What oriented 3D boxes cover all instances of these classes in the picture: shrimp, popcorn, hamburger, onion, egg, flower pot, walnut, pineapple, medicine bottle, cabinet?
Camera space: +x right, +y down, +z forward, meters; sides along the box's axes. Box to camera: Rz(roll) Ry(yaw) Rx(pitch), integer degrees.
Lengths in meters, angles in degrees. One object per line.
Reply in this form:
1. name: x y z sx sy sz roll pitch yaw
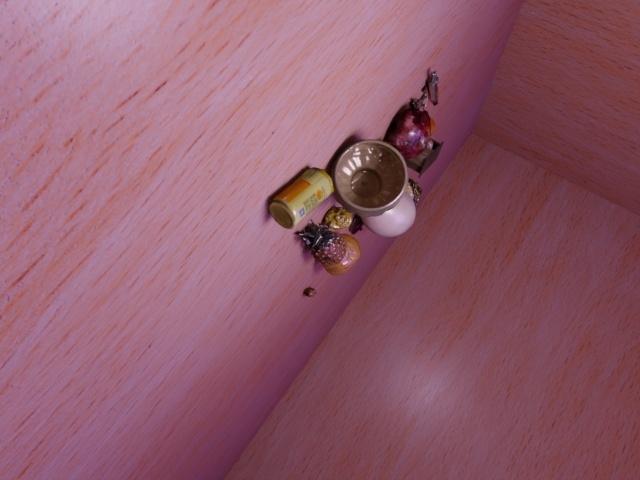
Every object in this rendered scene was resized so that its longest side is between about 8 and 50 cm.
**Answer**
1. shrimp: 0.495 -0.692 2.031 0.251 0.052 0.143 -28 136 -69
2. popcorn: 0.080 -0.101 1.848 0.116 0.121 0.106 13 75 -79
3. hamburger: 0.470 -0.270 2.396 0.139 0.243 0.261 -14 133 -38
4. onion: 0.436 -0.490 1.930 0.252 0.219 0.252 -39 150 -29
5. egg: 0.352 -0.158 2.195 0.345 0.283 0.283 8 116 -53
6. flower pot: 0.184 -0.237 1.633 0.307 0.308 0.244 -55 178 -4
7. walnut: 0.100 0.070 2.095 0.225 0.193 0.193 -46 160 -20
8. pineapple: 0.000 0.000 1.778 0.169 0.169 0.340 -56 151 -4
9. medicine bottle: -0.057 -0.150 1.374 0.239 0.124 0.124 -46 160 -33
10. cabinet: 0.552 -0.496 2.305 0.215 0.175 0.148 -45 159 -32

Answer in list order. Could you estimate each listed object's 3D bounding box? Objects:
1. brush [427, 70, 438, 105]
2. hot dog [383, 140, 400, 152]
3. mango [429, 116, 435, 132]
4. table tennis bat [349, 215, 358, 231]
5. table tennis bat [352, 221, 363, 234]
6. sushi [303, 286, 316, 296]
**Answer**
1. brush: 0.561 -0.758 2.042 0.323 0.051 0.070 25 67 -73
2. hot dog: 0.294 -0.331 1.869 0.099 0.161 0.226 -179 -86 -79
3. mango: 0.530 -0.584 2.175 0.252 0.126 0.153 -35 164 -52
4. table tennis bat: 0.238 -0.141 2.357 0.246 0.022 0.138 -44 163 -32
5. table tennis bat: 0.227 -0.071 2.426 0.098 0.019 0.155 -52 167 8
6. sushi: -0.053 0.289 2.263 0.118 0.060 0.061 -19 134 -65
